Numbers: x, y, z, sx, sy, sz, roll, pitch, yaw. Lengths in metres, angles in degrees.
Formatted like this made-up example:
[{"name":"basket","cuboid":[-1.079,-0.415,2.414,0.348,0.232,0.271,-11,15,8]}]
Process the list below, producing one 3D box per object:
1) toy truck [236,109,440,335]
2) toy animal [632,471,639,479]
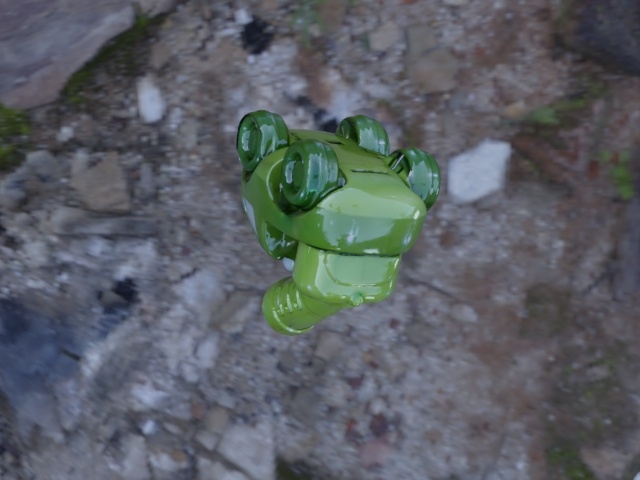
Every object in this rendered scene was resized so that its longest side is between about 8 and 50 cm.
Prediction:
[{"name":"toy truck","cuboid":[0.009,-0.011,1.416,0.148,0.187,0.211,3,92,-28]},{"name":"toy animal","cuboid":[0.324,0.311,1.580,0.156,0.204,0.208,46,35,-3]}]
